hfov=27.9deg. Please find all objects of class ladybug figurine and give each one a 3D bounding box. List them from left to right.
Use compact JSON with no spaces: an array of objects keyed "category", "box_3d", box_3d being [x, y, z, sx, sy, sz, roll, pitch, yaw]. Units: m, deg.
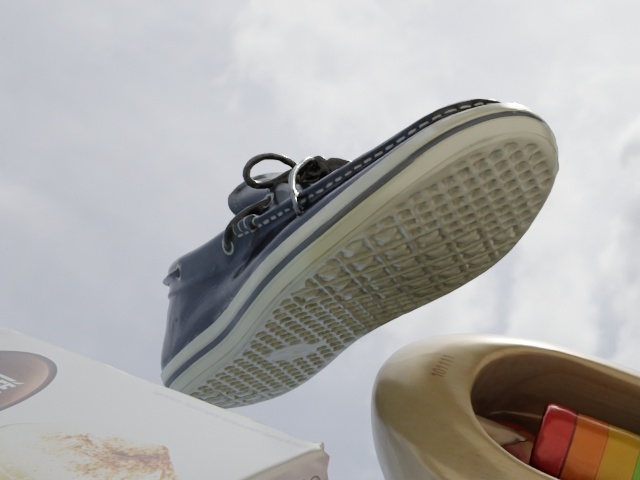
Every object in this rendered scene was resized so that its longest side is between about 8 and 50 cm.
[{"category":"ladybug figurine","box_3d":[0.248,0.236,1.153,0.305,0.449,0.162,-46,-25,-57]}]

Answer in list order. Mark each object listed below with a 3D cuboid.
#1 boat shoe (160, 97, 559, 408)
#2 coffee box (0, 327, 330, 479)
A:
[{"category":"boat shoe","box_3d":[0.000,0.000,1.077,0.186,0.500,0.156,2,-115,-32]},{"category":"coffee box","box_3d":[-0.196,0.271,0.650,0.334,0.337,0.338,-20,-71,-35]}]
